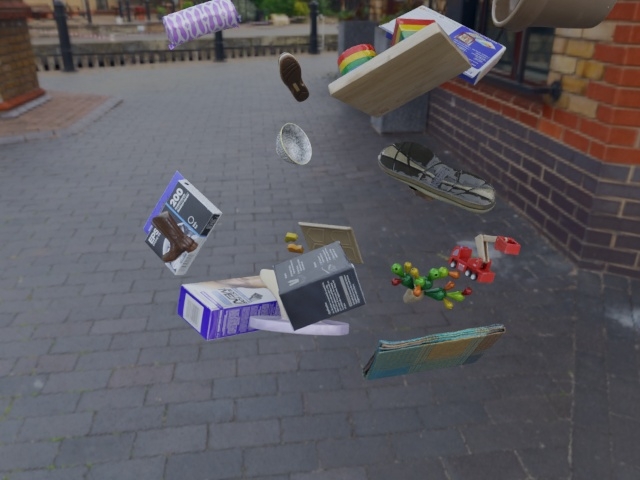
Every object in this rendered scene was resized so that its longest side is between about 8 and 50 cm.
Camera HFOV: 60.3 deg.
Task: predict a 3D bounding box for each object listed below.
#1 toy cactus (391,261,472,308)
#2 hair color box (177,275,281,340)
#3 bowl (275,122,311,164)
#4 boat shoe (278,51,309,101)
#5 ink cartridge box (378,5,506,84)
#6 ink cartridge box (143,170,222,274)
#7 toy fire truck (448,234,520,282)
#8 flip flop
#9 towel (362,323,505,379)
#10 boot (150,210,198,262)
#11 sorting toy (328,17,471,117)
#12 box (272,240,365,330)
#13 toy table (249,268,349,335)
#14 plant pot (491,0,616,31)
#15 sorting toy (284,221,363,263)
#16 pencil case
[{"bbox_3d":[0.280,0.135,1.495,0.219,0.180,0.112,14,58,-12],"label":"toy cactus"},{"bbox_3d":[-0.240,0.196,1.694,0.339,0.110,0.185,-2,21,-42],"label":"hair color box"},{"bbox_3d":[-0.120,-0.363,2.146,0.080,0.170,0.170,-19,8,38],"label":"bowl"},{"bbox_3d":[-0.127,-0.695,2.312,0.095,0.257,0.095,-27,58,-2],"label":"boat shoe"},{"bbox_3d":[0.352,-0.565,1.604,0.303,0.072,0.307,34,47,13],"label":"ink cartridge box"},{"bbox_3d":[-0.386,-0.051,1.473,0.208,0.206,0.045,41,17,25],"label":"ink cartridge box"},{"bbox_3d":[0.417,0.036,1.427,0.047,0.135,0.192,5,17,-27],"label":"toy fire truck"},{"bbox_3d":[0.237,-0.123,1.163,0.277,0.080,0.112,30,58,24],"label":"flip flop"},{"bbox_3d":[0.316,0.325,1.591,0.370,0.271,0.040,-7,60,-11],"label":"towel"},{"bbox_3d":[-0.341,-0.009,1.206,0.106,0.114,0.037,-26,35,22],"label":"boot"},{"bbox_3d":[0.172,-0.393,1.225,0.257,0.089,0.255,-24,-11,27],"label":"sorting toy"},{"bbox_3d":[-0.007,0.090,1.142,0.158,0.093,0.156,-20,21,-2],"label":"box"},{"bbox_3d":[-0.052,0.170,1.528,0.274,0.161,0.252,6,-2,-11],"label":"toy table"},{"bbox_3d":[0.569,-0.610,1.304,0.229,0.263,0.263,13,23,-7],"label":"plant pot"},{"bbox_3d":[0.000,0.000,2.072,0.307,0.229,0.041,7,55,25],"label":"sorting toy"},{"bbox_3d":[-0.324,-0.594,1.499,0.206,0.088,0.086,-21,60,-12],"label":"pencil case"}]
